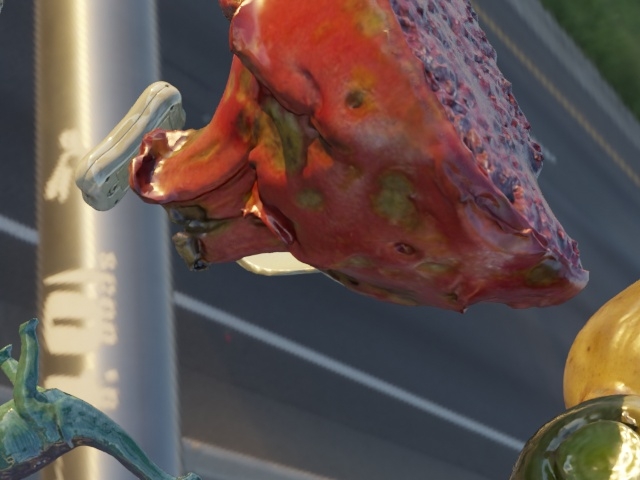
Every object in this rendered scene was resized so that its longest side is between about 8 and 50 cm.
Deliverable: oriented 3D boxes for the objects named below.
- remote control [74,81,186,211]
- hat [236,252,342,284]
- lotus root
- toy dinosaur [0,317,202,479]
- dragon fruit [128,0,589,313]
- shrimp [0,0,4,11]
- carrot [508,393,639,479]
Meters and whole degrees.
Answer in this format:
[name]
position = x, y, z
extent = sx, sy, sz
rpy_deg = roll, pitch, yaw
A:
[remote control]
position = -0.165, -0.082, 1.059
extent = 0.032, 0.122, 0.074
rpy_deg = 36, -18, 13
[hat]
position = 0.006, -0.005, 1.512
extent = 0.301, 0.168, 0.258
rpy_deg = -14, 56, -38
[lotus root]
position = 0.309, 0.124, 1.093
extent = 0.310, 0.183, 0.182
rpy_deg = -28, 97, -38
[toy dinosaur]
position = -0.395, 0.308, 1.629
extent = 0.331, 0.383, 0.129
rpy_deg = 55, 1, 7
[dragon fruit]
position = -0.007, -0.057, 0.617
extent = 0.134, 0.211, 0.262
rpy_deg = 4, 57, -54
[shrimp]
position = -0.435, -0.351, 1.460
extent = 0.110, 0.221, 0.445
rpy_deg = 17, 85, -38
[carrot]
position = 0.182, 0.204, 0.652
extent = 0.302, 0.139, 0.138
rpy_deg = 63, 23, -45
